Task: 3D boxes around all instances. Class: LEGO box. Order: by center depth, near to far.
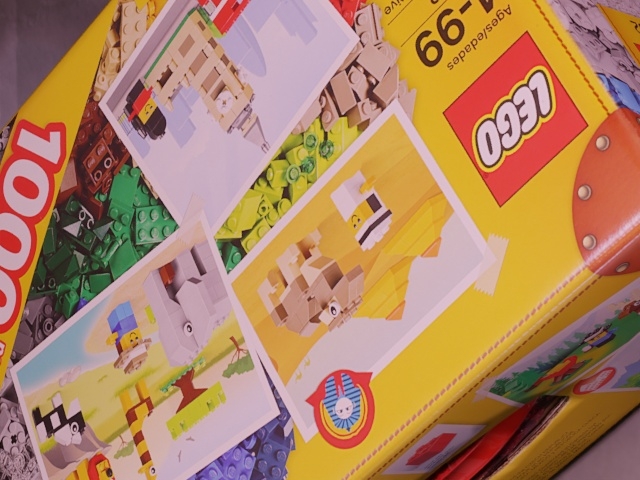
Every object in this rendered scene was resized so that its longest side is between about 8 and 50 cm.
[{"bbox_3d":[0.000,0.000,1.143,0.500,0.193,0.372,-45,58,28],"label":"LEGO box"}]
